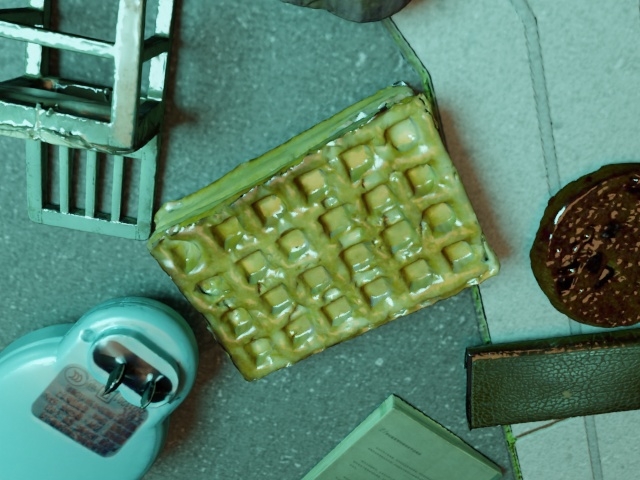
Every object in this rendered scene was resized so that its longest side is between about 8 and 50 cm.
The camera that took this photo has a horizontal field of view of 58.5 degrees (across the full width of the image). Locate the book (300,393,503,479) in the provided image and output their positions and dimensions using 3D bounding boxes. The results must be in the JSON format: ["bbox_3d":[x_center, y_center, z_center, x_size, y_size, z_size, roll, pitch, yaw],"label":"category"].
[{"bbox_3d":[0.084,0.359,0.801,0.215,0.025,0.283,37,110,-18],"label":"book"}]

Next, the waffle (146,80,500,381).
[{"bbox_3d":[0.000,-0.001,0.595,0.308,0.091,0.213,-27,113,9],"label":"waffle"}]

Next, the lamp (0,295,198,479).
[{"bbox_3d":[-0.257,0.178,0.637,0.209,0.147,0.284,41,116,-20],"label":"lamp"}]

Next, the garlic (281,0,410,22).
[{"bbox_3d":[0.011,-0.285,0.421,0.244,0.160,0.245,-1,116,-1],"label":"garlic"}]

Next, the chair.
[{"bbox_3d":[-0.218,-0.105,0.509,0.136,0.147,0.270,11,113,-7],"label":"chair"}]

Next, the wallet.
[{"bbox_3d":[0.302,0.169,0.712,0.243,0.039,0.133,-8,121,2],"label":"wallet"}]

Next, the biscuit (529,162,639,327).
[{"bbox_3d":[0.324,0.008,0.631,0.192,0.049,0.192,0,109,-1],"label":"biscuit"}]
